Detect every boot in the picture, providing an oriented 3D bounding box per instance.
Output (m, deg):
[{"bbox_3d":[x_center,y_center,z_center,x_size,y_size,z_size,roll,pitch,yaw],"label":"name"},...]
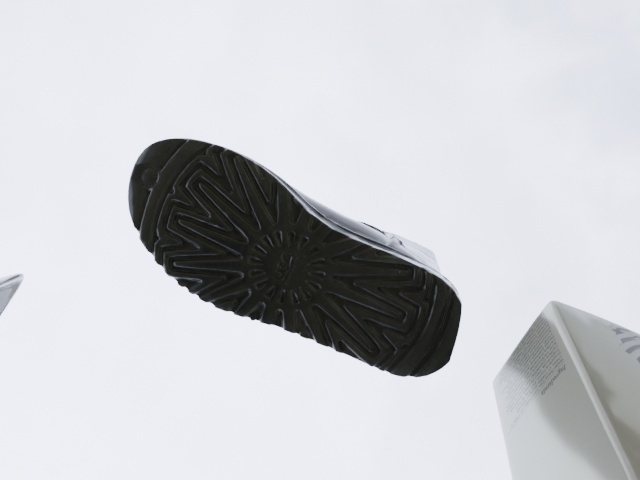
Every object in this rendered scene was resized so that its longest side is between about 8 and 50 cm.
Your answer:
[{"bbox_3d":[0.002,0.001,0.681,0.367,0.445,0.146,32,-79,5],"label":"boot"}]

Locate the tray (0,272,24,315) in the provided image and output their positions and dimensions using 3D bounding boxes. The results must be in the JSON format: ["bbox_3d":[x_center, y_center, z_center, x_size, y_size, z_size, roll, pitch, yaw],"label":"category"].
[{"bbox_3d":[-0.284,0.138,0.285,0.030,0.145,0.270,33,-90,-12],"label":"tray"}]

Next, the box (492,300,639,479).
[{"bbox_3d":[0.199,0.164,0.327,0.094,0.275,0.113,22,-62,0],"label":"box"}]
